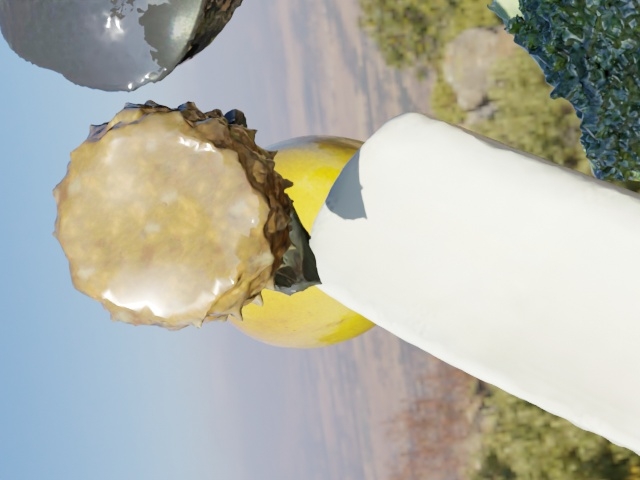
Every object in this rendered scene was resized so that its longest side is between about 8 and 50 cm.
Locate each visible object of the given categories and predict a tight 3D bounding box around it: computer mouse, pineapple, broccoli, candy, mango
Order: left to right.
[{"bbox_3d":[-0.127,-0.242,0.814,0.087,0.168,0.295,43,-124,-68],"label":"computer mouse"},{"bbox_3d":[-0.059,-0.011,0.634,0.237,0.111,0.119,-30,-59,-84],"label":"pineapple"},{"bbox_3d":[0.000,0.000,1.121,0.317,0.211,0.173,-29,37,59],"label":"mango"},{"bbox_3d":[0.189,0.052,0.786,0.208,0.359,0.145,30,-95,-58],"label":"candy"},{"bbox_3d":[0.331,-0.222,1.255,0.375,0.249,0.302,44,-160,-33],"label":"broccoli"}]
